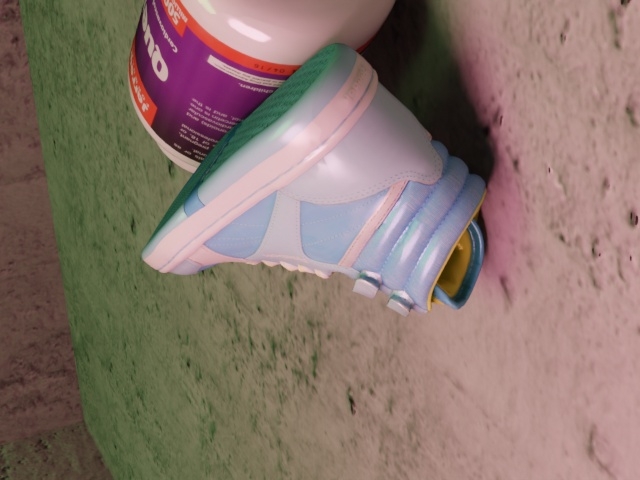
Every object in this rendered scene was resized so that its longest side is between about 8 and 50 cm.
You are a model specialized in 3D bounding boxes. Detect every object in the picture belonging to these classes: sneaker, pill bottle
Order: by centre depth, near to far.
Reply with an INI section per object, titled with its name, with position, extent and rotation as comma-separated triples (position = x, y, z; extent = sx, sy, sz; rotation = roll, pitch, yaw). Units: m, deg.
[sneaker]
position = 0.000, 0.000, 1.031
extent = 0.208, 0.127, 0.319
rotation = 38, 149, -12
[pill bottle]
position = -0.060, -0.169, 1.118
extent = 0.323, 0.181, 0.182
rotation = 127, 125, -65
